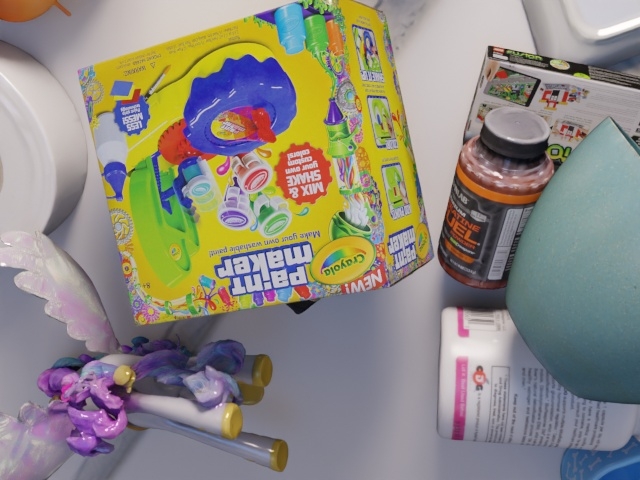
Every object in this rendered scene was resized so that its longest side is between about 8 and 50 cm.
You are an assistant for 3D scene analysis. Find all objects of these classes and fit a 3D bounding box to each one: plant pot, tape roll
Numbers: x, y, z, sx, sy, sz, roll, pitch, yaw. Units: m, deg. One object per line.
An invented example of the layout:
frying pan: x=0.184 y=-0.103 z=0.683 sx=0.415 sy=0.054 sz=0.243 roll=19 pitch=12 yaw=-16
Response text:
plant pot: x=0.303 y=0.049 z=0.817 sx=0.195 sy=0.290 sz=0.290 roll=-40 pitch=100 yaw=22
tape roll: x=-0.443 y=-0.108 z=1.017 sx=0.286 sy=0.100 sz=0.286 roll=3 pitch=112 yaw=7

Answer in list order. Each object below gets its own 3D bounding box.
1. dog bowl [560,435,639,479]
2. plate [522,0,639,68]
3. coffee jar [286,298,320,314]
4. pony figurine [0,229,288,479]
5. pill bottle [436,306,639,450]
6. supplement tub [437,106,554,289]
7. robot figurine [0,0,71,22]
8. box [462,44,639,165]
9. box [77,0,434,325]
dog bowl: x=0.460 y=0.296 z=1.045 sx=0.297 sy=0.074 sz=0.166 roll=-25 pitch=105 yaw=16
plate: x=0.332 y=-0.331 z=0.840 sx=0.278 sy=0.045 sz=0.277 roll=-19 pitch=107 yaw=16
coffee jar: x=0.000 y=0.000 z=0.998 sx=0.096 sy=0.079 sz=0.184 roll=41 pitch=110 yaw=-1
pony figurine: x=-0.247 y=0.182 z=0.997 sx=0.363 sy=0.303 sz=0.351 roll=3 pitch=155 yaw=17
pill bottle: x=0.283 y=0.166 z=0.975 sx=0.283 sy=0.160 sz=0.160 roll=3 pitch=111 yaw=8
supplement tub: x=0.196 y=-0.047 z=0.910 sx=0.106 sy=0.106 sz=0.198 roll=10 pitch=130 yaw=5
robot figurine: x=-0.379 y=-0.324 z=0.910 sx=0.219 sy=0.128 sz=0.158 roll=26 pitch=110 yaw=-1
box: x=0.273 y=-0.139 z=0.910 sx=0.207 sy=0.036 sz=0.114 roll=13 pitch=129 yaw=3
box: x=-0.061 y=-0.078 z=0.871 sx=0.289 sy=0.177 sz=0.279 roll=-11 pitch=94 yaw=23
